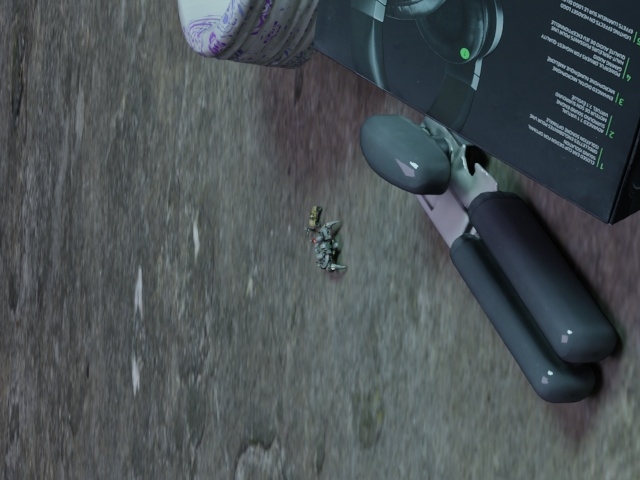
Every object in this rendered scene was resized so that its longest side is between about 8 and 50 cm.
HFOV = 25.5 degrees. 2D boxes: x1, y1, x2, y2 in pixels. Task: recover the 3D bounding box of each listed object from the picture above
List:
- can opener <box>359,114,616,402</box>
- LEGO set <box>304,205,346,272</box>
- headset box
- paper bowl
[{"bbox_3d":[0.107,0.002,1.033,0.283,0.095,0.076,-118,38,-45],"label":"can opener"},{"bbox_3d":[-0.001,0.002,1.331,0.083,0.023,0.054,36,121,59],"label":"LEGO set"},{"bbox_3d":[0.137,-0.181,0.815,0.246,0.131,0.283,34,131,32],"label":"headset box"},{"bbox_3d":[-0.020,-0.289,1.223,0.284,0.148,0.284,-172,90,-69],"label":"paper bowl"}]
